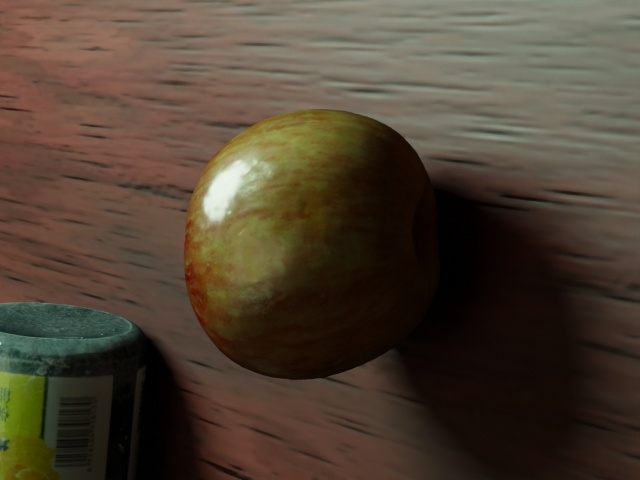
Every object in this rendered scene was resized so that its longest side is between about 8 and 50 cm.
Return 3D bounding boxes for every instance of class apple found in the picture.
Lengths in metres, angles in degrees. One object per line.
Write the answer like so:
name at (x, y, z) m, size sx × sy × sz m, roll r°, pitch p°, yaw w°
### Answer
apple at (0.000, 0.000, 0.858) m, size 0.130 × 0.146 × 0.146 m, roll -4°, pitch 87°, yaw 26°

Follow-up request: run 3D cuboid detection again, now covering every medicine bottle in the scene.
medicine bottle at (-0.202, 0.199, 1.115) m, size 0.141 × 0.141 × 0.293 m, roll 17°, pitch 104°, yaw 50°
